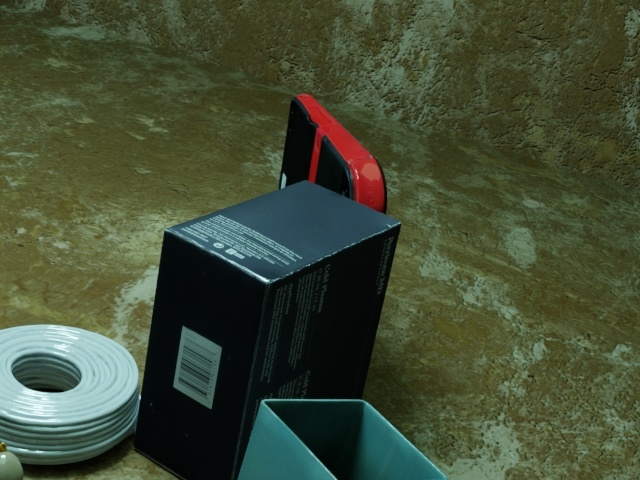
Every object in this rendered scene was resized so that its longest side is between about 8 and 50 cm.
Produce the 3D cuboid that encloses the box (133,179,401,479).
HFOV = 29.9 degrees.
[{"bbox_3d":[-0.072,0.130,1.650,0.179,0.343,0.312,26,27,29],"label":"box"}]

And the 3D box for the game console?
[{"bbox_3d":[0.000,0.000,1.908,0.060,0.387,0.342,0,27,-20],"label":"game console"}]

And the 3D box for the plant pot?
[{"bbox_3d":[-0.005,0.325,1.376,0.165,0.234,0.165,7,23,-41],"label":"plant pot"}]

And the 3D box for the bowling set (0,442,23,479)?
[{"bbox_3d":[-0.377,0.353,1.236,0.154,0.287,0.200,0,-7,-40],"label":"bowling set"}]

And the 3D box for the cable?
[{"bbox_3d":[-0.375,0.208,1.639,0.257,0.089,0.257,21,26,18],"label":"cable"}]
